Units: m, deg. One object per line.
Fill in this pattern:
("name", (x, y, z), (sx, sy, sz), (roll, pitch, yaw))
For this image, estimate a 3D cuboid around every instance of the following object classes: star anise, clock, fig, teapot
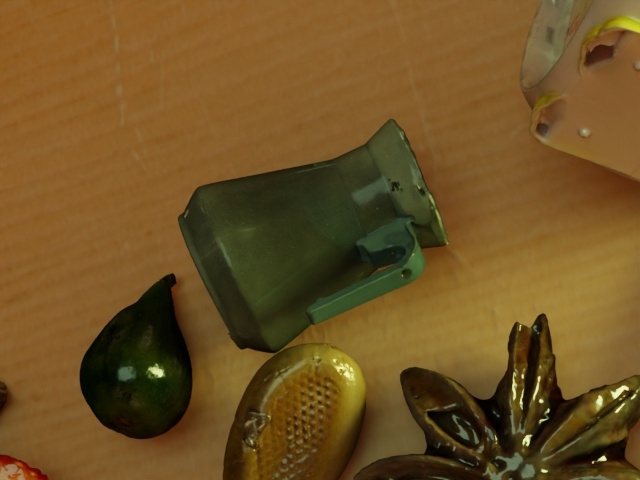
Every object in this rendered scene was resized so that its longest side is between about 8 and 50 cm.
("star anise", (0.175, 0.223, 1.268), (0.315, 0.108, 0.315), (-4, 73, 13))
("clock", (0.348, -0.236, 1.260), (0.251, 0.368, 0.376), (21, 60, -5))
("fig", (-0.174, 0.105, 1.417), (0.117, 0.117, 0.177), (-11, 47, 13))
("teapot", (0.000, 0.000, 1.358), (0.225, 0.171, 0.203), (-26, 36, 1))

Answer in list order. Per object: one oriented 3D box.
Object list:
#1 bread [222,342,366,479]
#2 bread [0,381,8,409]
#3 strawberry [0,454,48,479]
("bread", (-0.027, 0.181, 1.352), (0.114, 0.077, 0.189), (24, 95, -10))
("bread", (-0.349, 0.178, 1.476), (0.036, 0.047, 0.083), (36, 86, -7))
("strawberry", (-0.323, 0.322, 1.387), (0.190, 0.111, 0.236), (-21, 73, -12))
